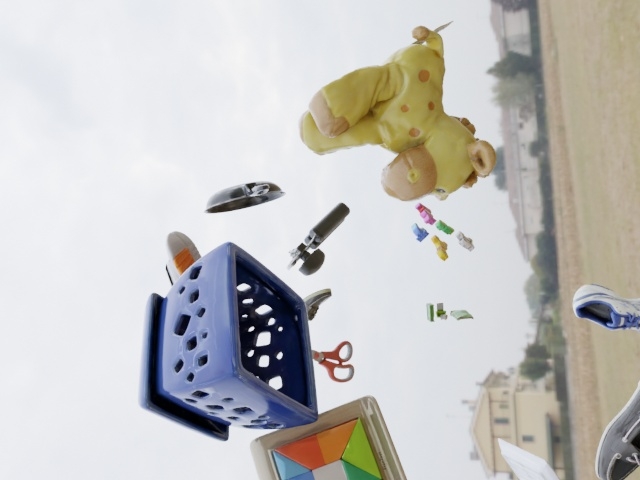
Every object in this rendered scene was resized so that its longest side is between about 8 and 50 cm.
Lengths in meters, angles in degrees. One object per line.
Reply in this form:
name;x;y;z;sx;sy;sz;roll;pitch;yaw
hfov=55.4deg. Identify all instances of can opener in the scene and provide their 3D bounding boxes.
can opener;0.000;0.000;1.665;0.280;0.093;0.074;-51;-1;-40

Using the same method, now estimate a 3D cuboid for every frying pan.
frying pan;-0.186;-0.100;1.365;0.326;0.197;0.053;13;-117;-84

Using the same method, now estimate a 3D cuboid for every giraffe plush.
giraffe plush;0.101;-0.117;0.685;0.170;0.210;0.181;58;-168;0

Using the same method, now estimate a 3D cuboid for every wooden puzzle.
wooden puzzle;0.018;0.398;1.003;0.044;0.238;0.221;59;-170;-70

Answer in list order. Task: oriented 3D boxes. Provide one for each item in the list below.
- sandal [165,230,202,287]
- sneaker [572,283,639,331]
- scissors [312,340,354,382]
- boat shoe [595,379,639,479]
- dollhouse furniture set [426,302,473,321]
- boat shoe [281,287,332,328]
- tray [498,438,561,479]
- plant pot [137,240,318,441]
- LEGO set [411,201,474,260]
sandal;-0.301;0.108;1.404;0.265;0.076;0.102;62;-156;0
sneaker;0.842;0.214;1.666;0.131;0.296;0.112;-33;-52;-51
scissors;-0.001;0.298;1.506;0.297;0.021;0.109;15;-102;-52
boat shoe;0.733;0.422;1.372;0.335;0.112;0.095;-67;24;11
dollhouse furniture set;0.432;0.234;2.042;0.076;0.151;0.059;-140;46;-79
boat shoe;-0.045;0.235;2.023;0.080;0.223;0.073;14;-133;-62
tray;0.565;0.619;1.622;0.145;0.030;0.270;55;169;0
plant pot;-0.156;0.180;0.981;0.236;0.212;0.236;43;-151;-46
LEGO set;0.347;-0.002;1.765;0.227;0.087;0.093;30;-152;-25
